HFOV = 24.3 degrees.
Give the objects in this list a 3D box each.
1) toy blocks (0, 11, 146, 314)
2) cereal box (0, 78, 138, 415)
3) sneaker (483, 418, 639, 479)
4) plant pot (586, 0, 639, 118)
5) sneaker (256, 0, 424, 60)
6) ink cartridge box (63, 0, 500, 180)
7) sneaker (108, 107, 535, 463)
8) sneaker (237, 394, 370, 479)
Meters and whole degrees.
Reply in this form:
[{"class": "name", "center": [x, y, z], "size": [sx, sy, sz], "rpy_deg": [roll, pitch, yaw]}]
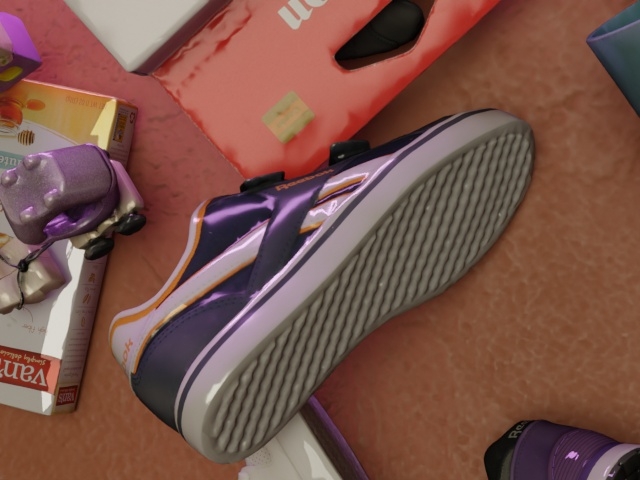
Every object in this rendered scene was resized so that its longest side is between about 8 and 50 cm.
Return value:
[{"class": "toy blocks", "center": [-0.342, -0.074, 0.994], "size": [0.289, 0.260, 0.309], "rpy_deg": [-37, 74, 14]}, {"class": "cereal box", "center": [-0.244, -0.003, 1.120], "size": [0.173, 0.047, 0.240], "rpy_deg": [11, 89, 17]}, {"class": "sneaker", "center": [0.152, 0.259, 0.991], "size": [0.124, 0.107, 0.283], "rpy_deg": [13, 99, 44]}, {"class": "plant pot", "center": [0.339, -0.088, 0.859], "size": [0.293, 0.293, 0.235], "rpy_deg": [-29, 94, 11]}, {"class": "sneaker", "center": [0.015, -0.263, 1.050], "size": [0.130, 0.109, 0.286], "rpy_deg": [-4, 95, 8]}, {"class": "ink cartridge box", "center": [-0.016, -0.211, 0.974], "size": [0.296, 0.066, 0.261], "rpy_deg": [-42, 89, 6]}, {"class": "sneaker", "center": [0.000, 0.000, 0.978], "size": [0.321, 0.126, 0.127], "rpy_deg": [-38, 50, -26]}, {"class": "sneaker", "center": [-0.034, 0.221, 1.021], "size": [0.169, 0.108, 0.292], "rpy_deg": [-31, 81, 8]}]
